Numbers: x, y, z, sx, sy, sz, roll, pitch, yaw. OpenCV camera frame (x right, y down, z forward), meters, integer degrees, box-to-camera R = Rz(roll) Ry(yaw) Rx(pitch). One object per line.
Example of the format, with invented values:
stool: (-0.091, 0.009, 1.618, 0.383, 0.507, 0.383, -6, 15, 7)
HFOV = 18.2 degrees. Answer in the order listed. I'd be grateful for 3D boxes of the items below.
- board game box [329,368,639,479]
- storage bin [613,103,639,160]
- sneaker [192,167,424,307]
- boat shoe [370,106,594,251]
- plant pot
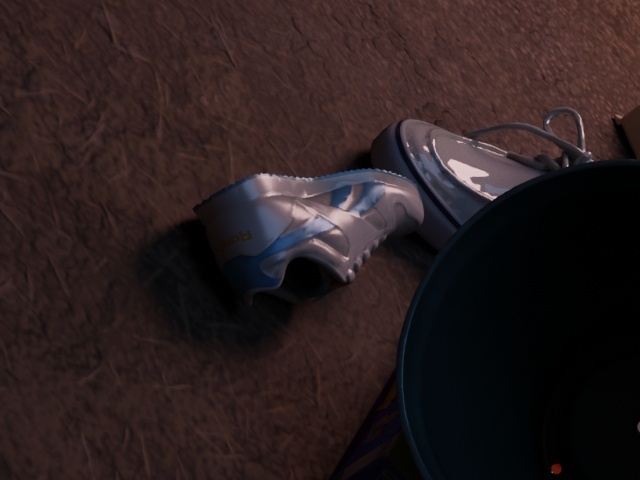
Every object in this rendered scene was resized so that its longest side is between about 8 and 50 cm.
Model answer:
board game box: (0.152, 0.179, 1.562, 0.233, 0.078, 0.347, 48, 32, -8)
storage bin: (0.475, -0.039, 2.153, 0.260, 0.123, 0.262, 11, 50, -47)
sneaker: (0.000, 0.000, 1.545, 0.228, 0.087, 0.092, -7, 72, -47)
boat shoe: (0.216, -0.034, 1.778, 0.367, 0.156, 0.136, 29, 38, -34)
plant pot: (0.221, 0.114, 1.412, 0.196, 0.293, 0.293, 49, 20, -62)
